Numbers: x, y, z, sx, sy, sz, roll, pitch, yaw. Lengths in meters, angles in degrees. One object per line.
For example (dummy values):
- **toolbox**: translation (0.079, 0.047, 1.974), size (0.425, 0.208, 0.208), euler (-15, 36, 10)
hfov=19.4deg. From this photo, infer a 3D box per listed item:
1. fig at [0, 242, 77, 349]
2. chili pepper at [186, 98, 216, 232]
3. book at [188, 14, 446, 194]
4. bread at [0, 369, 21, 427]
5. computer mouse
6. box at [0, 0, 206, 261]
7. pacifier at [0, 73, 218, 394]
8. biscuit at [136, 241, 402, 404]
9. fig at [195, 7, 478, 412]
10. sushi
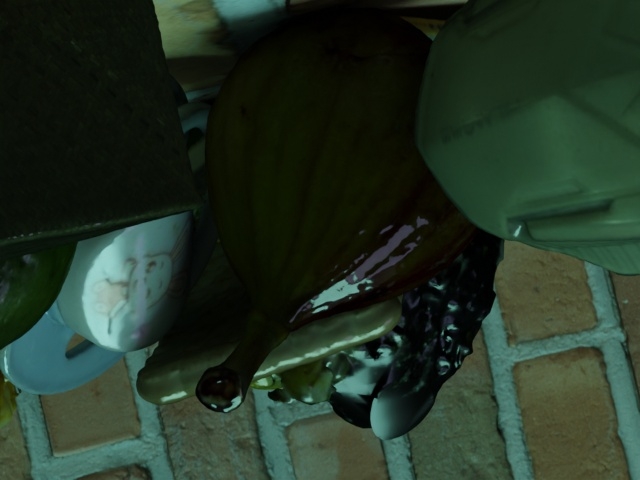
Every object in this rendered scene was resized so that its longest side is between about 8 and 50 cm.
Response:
- **fig**: translation (-0.230, -0.037, 1.164), size (0.245, 0.195, 0.195), euler (-51, 180, -3)
- **chili pepper**: translation (-0.102, -0.080, 1.745), size (0.148, 0.116, 0.264), euler (3, 167, -40)
- **book**: translation (0.088, -0.105, 1.579), size (0.389, 0.032, 0.269), euler (-1, 154, -45)
- **bread**: translation (-0.479, 0.101, 1.887), size (0.207, 0.279, 0.279), euler (-17, 175, 36)
- **computer mouse**: translation (0.248, -0.109, 1.124), size (0.429, 0.228, 0.145), euler (-15, 177, 19)
- **box**: translation (-0.218, -0.050, 0.934), size (0.184, 0.143, 0.273), euler (-14, 179, 41)
- **pacifier**: translation (-0.195, -0.032, 1.431), size (0.225, 0.287, 0.238), euler (30, -131, 24)
- **biscuit**: translation (-0.024, 0.040, 1.520), size (0.217, 0.044, 0.325), euler (-17, -164, 10)
- **fig**: translation (-0.015, -0.008, 1.292), size (0.217, 0.217, 0.321), euler (-15, -146, 48)
- **sushi**: translation (0.000, 0.000, 1.956), size (0.285, 0.328, 0.329), euler (24, 109, -41)
